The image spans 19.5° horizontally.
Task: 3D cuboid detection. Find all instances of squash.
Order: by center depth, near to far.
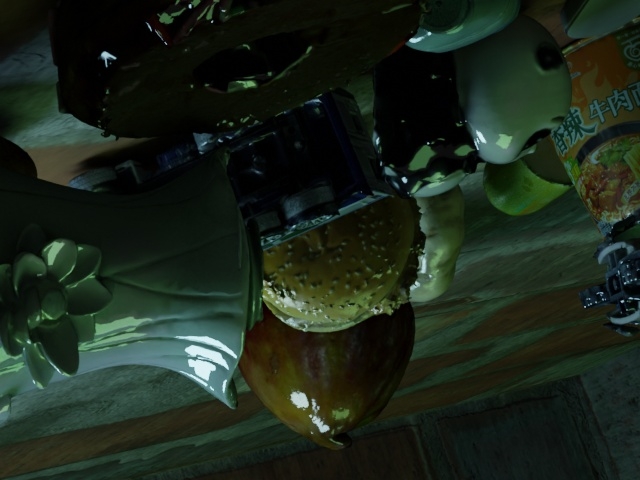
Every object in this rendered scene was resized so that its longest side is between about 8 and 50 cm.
[{"bbox_3d":[0.222,-0.073,1.990,0.095,0.095,0.188,-14,167,-18],"label":"squash"}]

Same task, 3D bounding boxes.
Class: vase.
[{"bbox_3d":[-0.263,0.029,1.297,0.445,0.250,0.250,-2,164,-9],"label":"vase"}]

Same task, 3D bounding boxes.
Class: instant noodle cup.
[{"bbox_3d":[0.329,-0.103,1.802,0.230,0.182,0.230,-18,168,-4],"label":"instant noodle cup"}]

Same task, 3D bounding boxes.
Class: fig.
[{"bbox_3d":[0.006,0.121,2.232,0.224,0.224,0.263,-19,-157,2],"label":"fig"}]

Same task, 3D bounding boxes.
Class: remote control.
[{"bbox_3d":[0.261,-0.225,1.555,0.077,0.022,0.245,-14,166,-12],"label":"remote control"}]

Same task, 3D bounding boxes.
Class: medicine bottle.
[{"bbox_3d":[0.101,-0.174,1.394,0.090,0.054,0.208,-22,-179,12],"label":"medicine bottle"}]

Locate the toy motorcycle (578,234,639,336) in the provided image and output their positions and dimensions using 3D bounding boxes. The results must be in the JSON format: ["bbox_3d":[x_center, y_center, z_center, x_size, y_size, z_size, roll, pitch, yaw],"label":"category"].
[{"bbox_3d":[0.357,0.023,1.730,0.204,0.108,0.239,-9,-172,-5],"label":"toy motorcycle"}]

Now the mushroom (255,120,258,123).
[{"bbox_3d":[-0.067,-0.130,1.416,0.079,0.085,0.085,15,-172,34],"label":"mushroom"}]

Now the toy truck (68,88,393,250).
[{"bbox_3d":[-0.084,-0.036,1.651,0.268,0.124,0.155,-23,171,16],"label":"toy truck"}]

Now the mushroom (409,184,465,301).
[{"bbox_3d":[0.084,-0.010,1.921,0.122,0.154,0.154,-14,168,-47],"label":"mushroom"}]

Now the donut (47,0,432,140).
[{"bbox_3d":[-0.056,-0.153,1.242,0.269,0.103,0.270,-20,167,-5],"label":"donut"}]

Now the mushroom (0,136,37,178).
[{"bbox_3d":[-0.276,-0.042,1.453,0.109,0.085,0.126,33,141,-27],"label":"mushroom"}]

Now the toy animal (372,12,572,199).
[{"bbox_3d":[0.124,-0.113,1.555,0.179,0.138,0.166,-16,-162,-1],"label":"toy animal"}]

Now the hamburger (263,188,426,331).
[{"bbox_3d":[0.009,0.001,1.781,0.182,0.191,0.118,-50,171,5],"label":"hamburger"}]
